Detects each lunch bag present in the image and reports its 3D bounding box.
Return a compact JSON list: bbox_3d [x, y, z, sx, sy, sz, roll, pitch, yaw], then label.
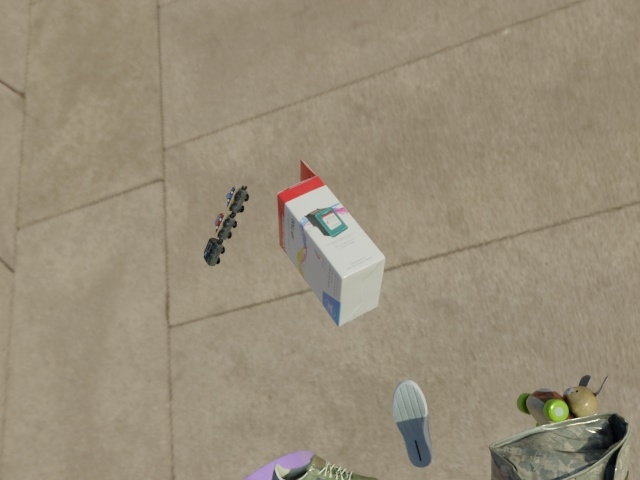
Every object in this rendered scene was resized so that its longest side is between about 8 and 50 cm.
[{"bbox_3d":[0.487,0.481,1.378,0.287,0.235,0.169,-16,27,-17],"label":"lunch bag"}]

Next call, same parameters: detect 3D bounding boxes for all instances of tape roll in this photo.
[{"bbox_3d":[-0.113,0.629,1.729,0.275,0.275,0.090,-40,60,5],"label":"tape roll"}]

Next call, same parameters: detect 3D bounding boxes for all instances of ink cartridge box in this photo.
[{"bbox_3d":[0.000,0.000,1.093,0.078,0.134,0.231,-25,57,-20],"label":"ink cartridge box"}]

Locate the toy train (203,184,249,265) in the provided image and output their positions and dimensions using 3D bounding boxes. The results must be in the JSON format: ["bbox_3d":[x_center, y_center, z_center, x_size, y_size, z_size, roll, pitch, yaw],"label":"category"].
[{"bbox_3d":[-0.165,-0.028,1.227,0.036,0.027,0.158,40,112,36],"label":"toy train"}]

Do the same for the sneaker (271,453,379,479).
[{"bbox_3d":[0.005,0.407,1.206,0.192,0.064,0.086,-11,92,9],"label":"sneaker"}]

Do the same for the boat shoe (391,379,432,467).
[{"bbox_3d":[0.218,0.425,1.688,0.083,0.076,0.226,-6,106,12],"label":"boat shoe"}]

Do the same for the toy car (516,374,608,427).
[{"bbox_3d":[0.592,0.376,1.675,0.188,0.155,0.149,-39,93,-13],"label":"toy car"}]
